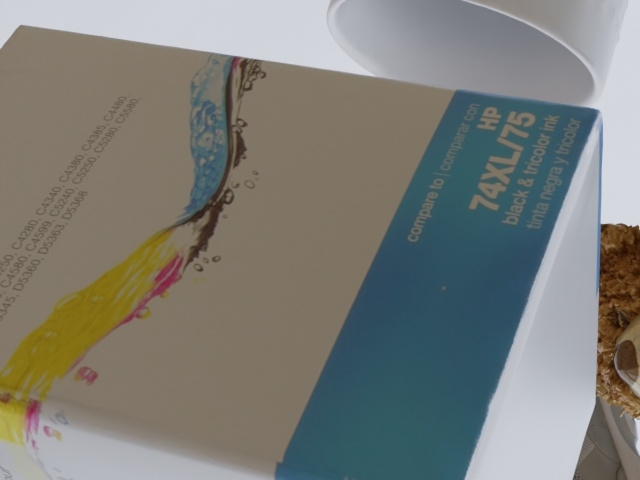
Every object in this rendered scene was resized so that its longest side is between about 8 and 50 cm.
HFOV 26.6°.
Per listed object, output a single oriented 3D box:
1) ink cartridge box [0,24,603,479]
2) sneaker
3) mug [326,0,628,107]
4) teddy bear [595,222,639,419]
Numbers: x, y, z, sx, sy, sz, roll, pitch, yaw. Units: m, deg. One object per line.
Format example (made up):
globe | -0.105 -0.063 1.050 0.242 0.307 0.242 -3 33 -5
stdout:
ink cartridge box | -0.037 0.057 0.574 0.270 0.198 0.197 11 -130 19
sneaker | 0.211 0.199 1.096 0.115 0.105 0.281 -12 -108 9
mug | 0.176 -0.336 1.281 0.276 0.374 0.328 15 -103 12
teddy bear | 0.334 0.072 0.927 0.338 0.245 0.113 14 -131 12
